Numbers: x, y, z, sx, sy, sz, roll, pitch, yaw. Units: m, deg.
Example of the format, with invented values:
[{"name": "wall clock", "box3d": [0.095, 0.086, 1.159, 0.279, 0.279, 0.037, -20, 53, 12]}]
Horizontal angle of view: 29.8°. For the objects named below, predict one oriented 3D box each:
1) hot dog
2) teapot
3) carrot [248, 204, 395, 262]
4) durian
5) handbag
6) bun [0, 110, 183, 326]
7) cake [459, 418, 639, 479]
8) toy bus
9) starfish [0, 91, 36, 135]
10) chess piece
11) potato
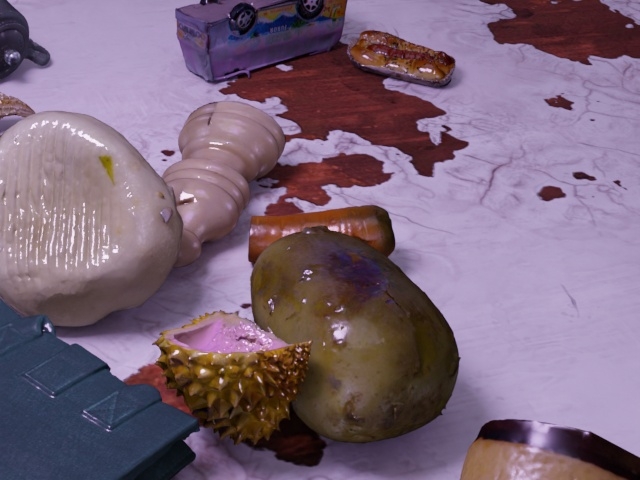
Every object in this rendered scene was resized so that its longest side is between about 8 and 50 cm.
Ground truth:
[{"name": "hot dog", "box3d": [0.142, -0.316, 2.094, 0.191, 0.059, 0.108, 16, 39, 9]}, {"name": "teapot", "box3d": [-0.522, -0.319, 1.906, 0.149, 0.162, 0.239, 34, 12, 21]}, {"name": "carrot", "box3d": [0.000, 0.000, 1.579, 0.193, 0.087, 0.087, -7, 35, -1]}, {"name": "durian", "box3d": [-0.094, 0.136, 1.271, 0.182, 0.165, 0.132, 31, 63, 29]}, {"name": "handbag", "box3d": [-0.313, 0.187, 1.237, 0.326, 0.089, 0.238, 26, 38, 28]}, {"name": "bun", "box3d": [-0.290, -0.018, 1.443, 0.259, 0.259, 0.160, 12, -7, 7]}, {"name": "cake", "box3d": [0.205, 0.282, 1.113, 0.185, 0.208, 0.178, 16, 62, 11]}, {"name": "toy bus", "box3d": [-0.100, -0.368, 2.058, 0.317, 0.138, 0.112, -23, 39, -35]}, {"name": "starfish", "box3d": [-0.530, -0.182, 1.765, 0.238, 0.071, 0.216, 37, 49, 27]}, {"name": "chess piece", "box3d": [-0.152, -0.066, 1.629, 0.139, 0.124, 0.307, 37, 36, -14]}, {"name": "potato", "box3d": [0.031, 0.099, 1.351, 0.210, 0.173, 0.307, -10, 39, -28]}]
